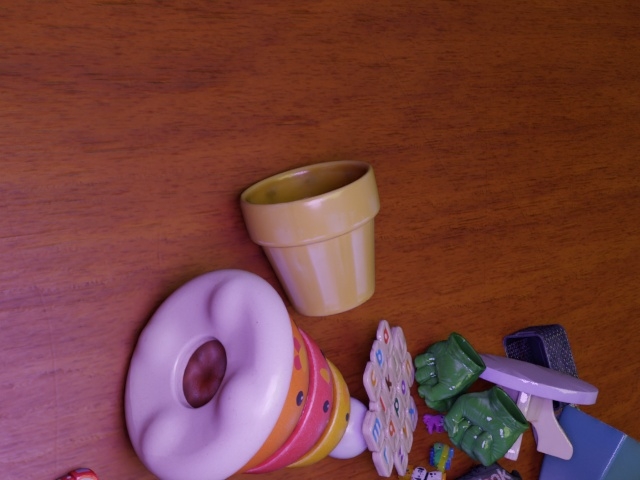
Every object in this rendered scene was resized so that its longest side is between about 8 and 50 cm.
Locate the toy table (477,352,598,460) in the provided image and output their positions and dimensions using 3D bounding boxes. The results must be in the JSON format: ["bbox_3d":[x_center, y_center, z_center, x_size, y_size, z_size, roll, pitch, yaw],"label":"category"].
[{"bbox_3d":[0.427,0.353,1.724,0.252,0.274,0.160,-3,108,-66],"label":"toy table"}]

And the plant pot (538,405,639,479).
[{"bbox_3d":[0.605,0.527,1.842,0.166,0.165,0.234,31,86,-39],"label":"plant pot"}]

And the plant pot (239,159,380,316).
[{"bbox_3d":[0.000,0.000,1.516,0.254,0.254,0.238,-27,112,-34],"label":"plant pot"}]

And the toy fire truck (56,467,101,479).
[{"bbox_3d":[-0.333,0.445,1.313,0.135,0.047,0.192,-22,93,-35],"label":"toy fire truck"}]

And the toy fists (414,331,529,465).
[{"bbox_3d":[0.286,0.320,1.637,0.096,0.142,0.279,21,27,-47],"label":"toy fists"}]

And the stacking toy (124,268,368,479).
[{"bbox_3d":[-0.064,0.277,1.421,0.480,0.351,0.350,30,64,-46],"label":"stacking toy"}]

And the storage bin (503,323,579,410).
[{"bbox_3d":[0.509,0.290,1.864,0.084,0.122,0.180,-16,90,-35],"label":"storage bin"}]

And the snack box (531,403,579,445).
[{"bbox_3d":[0.560,0.430,1.923,0.141,0.037,0.100,-14,91,-35],"label":"snack box"}]

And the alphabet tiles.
[{"bbox_3d":[0.136,0.308,1.585,0.284,0.021,0.277,-66,144,-49],"label":"alphabet tiles"}]

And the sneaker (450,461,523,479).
[{"bbox_3d":[0.322,0.526,1.713,0.276,0.097,0.135,10,57,-20],"label":"sneaker"}]

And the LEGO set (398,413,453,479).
[{"bbox_3d":[0.211,0.450,1.655,0.227,0.093,0.087,-54,147,-56],"label":"LEGO set"}]
